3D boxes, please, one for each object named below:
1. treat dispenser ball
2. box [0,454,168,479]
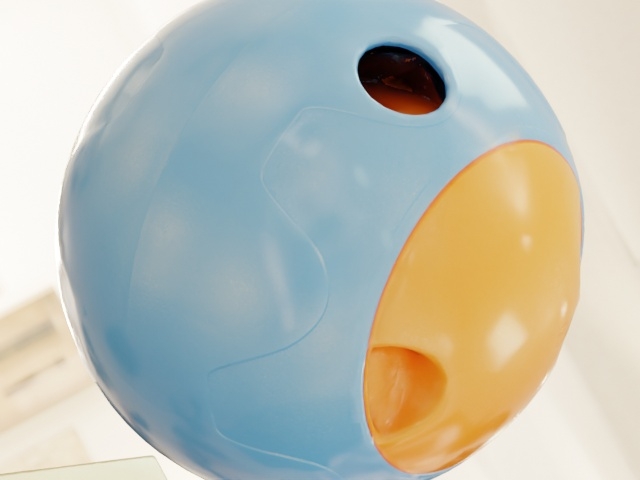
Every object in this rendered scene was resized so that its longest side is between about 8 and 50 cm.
[{"bbox_3d":[0.000,0.000,1.017,0.288,0.288,0.288,59,-11,18],"label":"treat dispenser ball"},{"bbox_3d":[-0.287,0.322,1.920,0.121,0.311,0.148,-47,-118,32],"label":"box"}]
